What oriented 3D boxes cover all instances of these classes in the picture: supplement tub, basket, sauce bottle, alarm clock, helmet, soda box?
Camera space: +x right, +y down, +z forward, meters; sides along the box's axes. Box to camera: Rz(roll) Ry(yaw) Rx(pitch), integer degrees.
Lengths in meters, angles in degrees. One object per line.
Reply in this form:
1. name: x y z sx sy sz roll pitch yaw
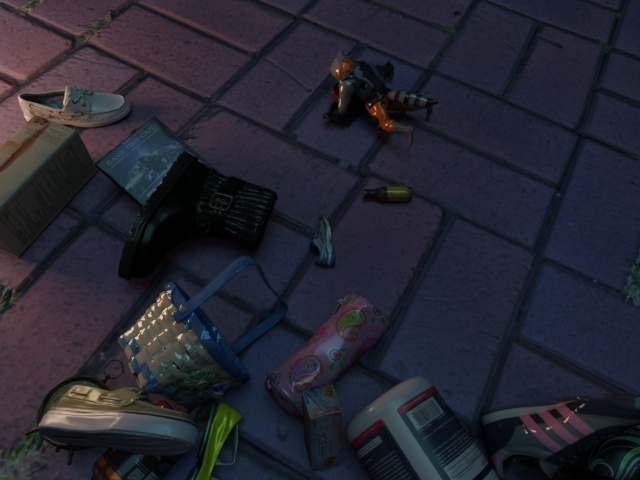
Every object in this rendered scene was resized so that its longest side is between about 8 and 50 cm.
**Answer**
1. supplement tub: 0.188 0.401 0.842 0.191 0.191 0.272 -26 64 -19
2. basket: -0.204 0.176 0.919 0.289 0.255 0.201 -43 59 -11
3. sauce bottle: 0.176 -0.123 1.254 0.128 0.042 0.042 1 58 -6
4. supplement tub: -0.326 0.392 0.850 0.106 0.106 0.198 39 63 17
5. alarm clock: -0.448 0.313 0.912 0.129 0.064 0.192 28 62 12
6. helmet: 0.555 0.418 0.886 0.161 0.169 0.169 -32 66 -9
7. soda box: 0.002 0.341 0.863 0.058 0.183 0.063 -9 39 -12

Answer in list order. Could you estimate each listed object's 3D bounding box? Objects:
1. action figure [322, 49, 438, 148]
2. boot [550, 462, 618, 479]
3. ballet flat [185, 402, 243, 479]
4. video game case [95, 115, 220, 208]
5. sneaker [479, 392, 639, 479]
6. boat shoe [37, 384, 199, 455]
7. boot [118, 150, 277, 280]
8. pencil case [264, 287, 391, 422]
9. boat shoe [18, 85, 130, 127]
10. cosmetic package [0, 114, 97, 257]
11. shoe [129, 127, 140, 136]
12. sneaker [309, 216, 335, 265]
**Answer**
1. action figure: 0.179 -0.449 1.384 0.330 0.178 0.341 33 63 3
2. boot: 0.470 0.501 0.791 0.246 0.207 0.094 30 34 15
3. ballet flat: -0.202 0.415 0.871 0.077 0.077 0.231 24 56 -10
4. video game case: -0.378 -0.156 1.178 0.274 0.026 0.196 41 67 0
5. sneaker: 0.450 0.357 0.857 0.112 0.319 0.131 26 50 -35
6. boat shoe: -0.337 0.292 0.802 0.302 0.109 0.094 -2 47 17
7. boot: -0.268 -0.022 1.085 0.260 0.131 0.348 28 68 -7
8. pencil case: 0.017 0.228 0.972 0.124 0.124 0.284 39 63 18
9. boat shoe: -0.669 -0.372 1.297 0.277 0.096 0.098 -9 59 -11
10. cosmetic package: -0.688 -0.131 1.116 0.129 0.153 0.296 21 57 9
11. shoe: -0.409 -0.198 1.235 0.219 0.058 0.076 47 60 5
12. sneaker: 0.000 0.000 1.157 0.058 0.052 0.135 -6 59 -4
